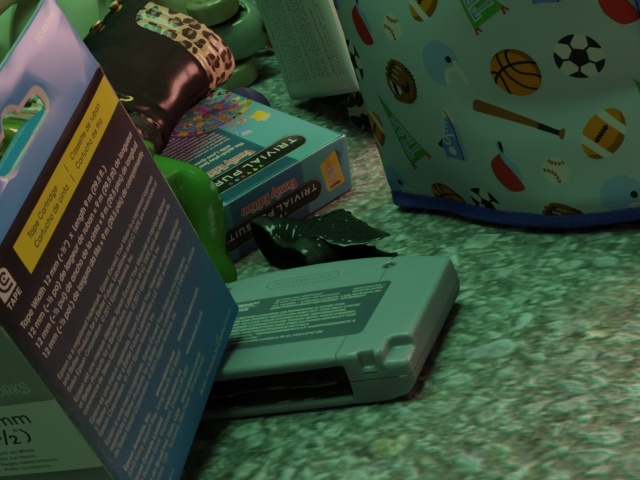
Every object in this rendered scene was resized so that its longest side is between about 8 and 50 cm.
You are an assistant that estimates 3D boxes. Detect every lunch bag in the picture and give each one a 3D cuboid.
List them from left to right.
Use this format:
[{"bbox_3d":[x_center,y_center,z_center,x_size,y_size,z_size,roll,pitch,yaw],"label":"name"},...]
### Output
[{"bbox_3d":[0.214,-0.194,1.386,0.239,0.327,0.385,-30,22,-24],"label":"lunch bag"}]

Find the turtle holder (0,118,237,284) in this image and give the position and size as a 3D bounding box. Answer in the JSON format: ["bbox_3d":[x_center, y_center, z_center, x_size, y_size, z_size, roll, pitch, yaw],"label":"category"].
[{"bbox_3d":[-0.261,-0.018,1.399,0.243,0.227,0.320,23,17,37],"label":"turtle holder"}]

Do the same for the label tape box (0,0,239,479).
[{"bbox_3d":[-0.205,0.028,1.074,0.115,0.347,0.249,-10,39,25],"label":"label tape box"}]

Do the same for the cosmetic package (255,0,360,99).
[{"bbox_3d":[0.093,-0.396,1.889,0.327,0.329,0.394,-22,10,-12],"label":"cosmetic package"}]

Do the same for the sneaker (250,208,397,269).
[{"bbox_3d":[-0.001,-0.002,1.479,0.089,0.051,0.170,-27,27,-20],"label":"sneaker"}]

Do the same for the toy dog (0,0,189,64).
[{"bbox_3d":[-0.423,-0.359,2.431,0.408,0.284,0.395,-3,13,36],"label":"toy dog"}]

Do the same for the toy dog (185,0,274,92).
[{"bbox_3d":[-0.120,-0.385,2.335,0.161,0.220,0.333,-12,49,7],"label":"toy dog"}]

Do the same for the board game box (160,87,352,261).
[{"bbox_3d":[-0.171,-0.086,1.679,0.254,0.079,0.336,-33,40,-32],"label":"board game box"}]

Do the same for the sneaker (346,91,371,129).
[{"bbox_3d":[0.109,-0.186,1.822,0.170,0.068,0.071,3,24,46],"label":"sneaker"}]

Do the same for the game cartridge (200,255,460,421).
[{"bbox_3d":[-0.029,0.086,1.274,0.297,0.062,0.198,-9,19,25],"label":"game cartridge"}]

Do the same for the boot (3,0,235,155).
[{"bbox_3d":[-0.311,-0.179,1.652,0.377,0.138,0.284,13,40,23],"label":"boot"}]

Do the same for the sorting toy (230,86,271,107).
[{"bbox_3d":[-0.236,-0.126,1.954,0.366,0.127,0.126,-18,-4,7],"label":"sorting toy"}]
